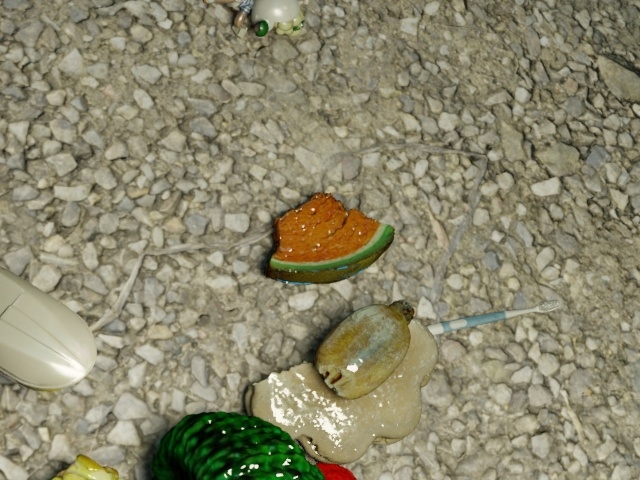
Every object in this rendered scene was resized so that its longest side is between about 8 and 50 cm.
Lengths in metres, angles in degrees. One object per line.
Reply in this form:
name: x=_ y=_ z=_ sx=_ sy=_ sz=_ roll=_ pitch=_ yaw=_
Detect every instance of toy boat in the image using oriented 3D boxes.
toy boat: x=-0.453 y=0.129 z=1.323 sx=0.269 sy=0.141 sz=0.140 roll=35 pitch=63 yaw=-1

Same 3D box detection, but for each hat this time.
hat: x=-0.060 y=0.366 z=1.299 sx=0.332 sy=0.242 sz=0.274 roll=11 pitch=23 yaw=-36

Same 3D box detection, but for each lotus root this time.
lotus root: x=0.076 y=0.159 z=1.395 sx=0.113 sy=0.088 sz=0.192 roll=45 pitch=66 yaw=9

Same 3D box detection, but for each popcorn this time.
popcorn: x=-0.335 y=0.371 z=1.269 sx=0.145 sy=0.125 sz=0.126 roll=-1 pitch=48 yaw=-35

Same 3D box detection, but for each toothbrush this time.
toothbrush: x=0.313 y=0.137 z=1.629 sx=0.276 sy=0.025 sz=0.019 roll=-9 pitch=73 yaw=-21

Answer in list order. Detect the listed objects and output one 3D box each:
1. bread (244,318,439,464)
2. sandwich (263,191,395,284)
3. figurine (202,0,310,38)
bread: x=0.053 y=0.253 z=1.456 sx=0.337 sy=0.102 sz=0.183 roll=-19 pitch=76 yaw=-23
sandwich: x=-0.001 y=0.012 z=1.555 sx=0.235 sy=0.079 sz=0.159 roll=-33 pitch=71 yaw=-30
figurine: x=-0.120 y=-0.430 z=1.684 sx=0.197 sy=0.093 sz=0.147 roll=3 pitch=46 yaw=-8
